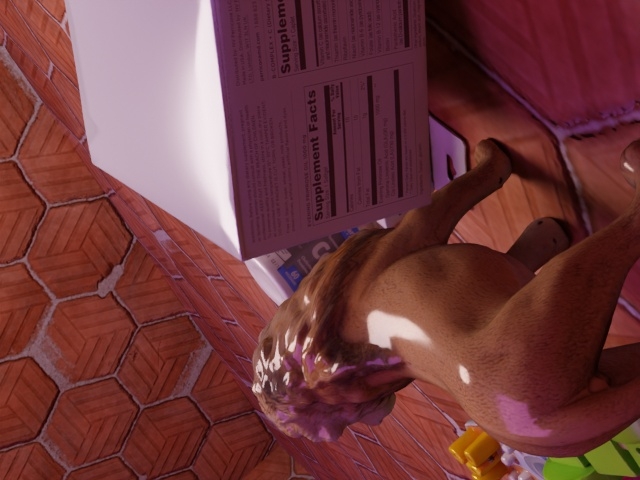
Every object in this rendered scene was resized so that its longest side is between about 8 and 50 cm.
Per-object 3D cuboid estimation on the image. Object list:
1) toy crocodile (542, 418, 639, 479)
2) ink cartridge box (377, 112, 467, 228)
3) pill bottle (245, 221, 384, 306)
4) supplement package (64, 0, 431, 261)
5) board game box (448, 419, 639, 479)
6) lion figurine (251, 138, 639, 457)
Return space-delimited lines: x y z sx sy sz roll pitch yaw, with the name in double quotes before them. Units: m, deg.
"toy crocodile" 0.228 0.132 0.768 0.115 0.105 0.340 53 160 -12
"ink cartridge box" 0.035 -0.083 0.845 0.180 0.060 0.104 42 162 29
"pill bottle" 0.000 0.000 1.001 0.078 0.137 0.078 46 166 15
"supplement package" -0.061 -0.132 0.706 0.262 0.145 0.204 29 130 54
"board game box" 0.326 0.351 1.088 0.390 0.050 0.390 50 165 0
"lion figurine" 0.100 0.053 0.641 0.142 0.240 0.392 53 164 -13
